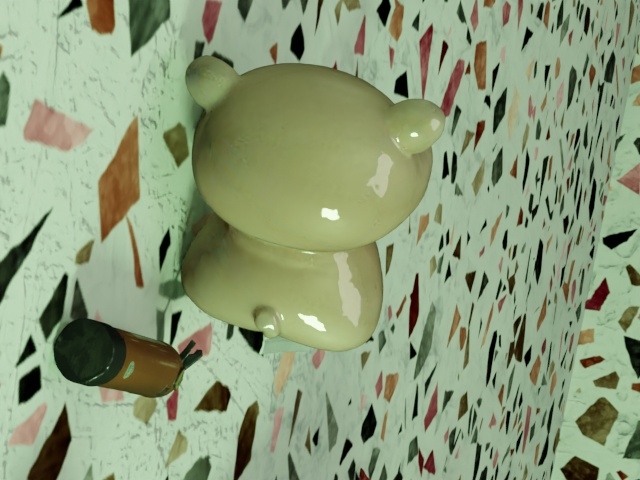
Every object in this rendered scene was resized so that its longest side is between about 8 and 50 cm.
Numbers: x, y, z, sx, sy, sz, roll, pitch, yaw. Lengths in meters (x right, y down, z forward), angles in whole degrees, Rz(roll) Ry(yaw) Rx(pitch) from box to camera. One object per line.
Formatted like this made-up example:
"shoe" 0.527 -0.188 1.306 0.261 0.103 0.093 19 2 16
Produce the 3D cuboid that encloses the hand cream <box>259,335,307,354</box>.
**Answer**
"hand cream" 0.000 0.000 1.463 0.133 0.083 0.248 4 104 -68

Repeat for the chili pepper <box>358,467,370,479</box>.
"chili pepper" 0.061 0.417 1.849 0.059 0.050 0.268 -19 117 -50

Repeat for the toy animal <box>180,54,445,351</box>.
"toy animal" -0.023 -0.026 1.202 0.229 0.210 0.221 86 18 -80

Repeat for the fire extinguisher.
"fire extinguisher" -0.142 0.093 1.123 0.062 0.050 0.177 -47 160 5
